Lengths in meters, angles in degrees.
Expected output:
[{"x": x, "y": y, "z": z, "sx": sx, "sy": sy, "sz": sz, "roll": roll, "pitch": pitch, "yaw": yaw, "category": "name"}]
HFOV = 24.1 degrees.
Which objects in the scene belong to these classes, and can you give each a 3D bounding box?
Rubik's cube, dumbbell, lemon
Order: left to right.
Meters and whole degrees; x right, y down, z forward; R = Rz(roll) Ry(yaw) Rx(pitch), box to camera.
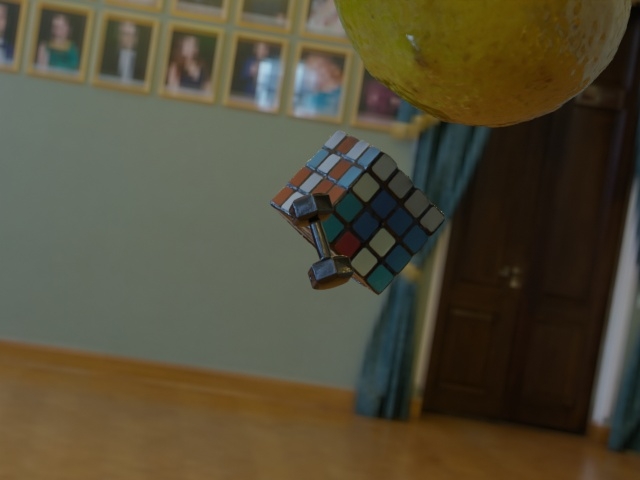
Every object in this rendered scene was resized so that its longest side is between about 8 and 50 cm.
[{"x": 0.000, "y": 0.000, "z": 1.296, "sx": 0.040, "sy": 0.083, "sz": 0.036, "roll": -21, "pitch": -15, "yaw": 14, "category": "dumbbell"}, {"x": 0.052, "y": -0.041, "z": 2.102, "sx": 0.154, "sy": 0.151, "sz": 0.155, "roll": 46, "pitch": -7, "yaw": -29, "category": "Rubik's cube"}, {"x": 0.178, "y": -0.306, "z": 1.725, "sx": 0.349, "sy": 0.350, "sz": 0.387, "roll": 12, "pitch": -2, "yaw": 44, "category": "lemon"}]
